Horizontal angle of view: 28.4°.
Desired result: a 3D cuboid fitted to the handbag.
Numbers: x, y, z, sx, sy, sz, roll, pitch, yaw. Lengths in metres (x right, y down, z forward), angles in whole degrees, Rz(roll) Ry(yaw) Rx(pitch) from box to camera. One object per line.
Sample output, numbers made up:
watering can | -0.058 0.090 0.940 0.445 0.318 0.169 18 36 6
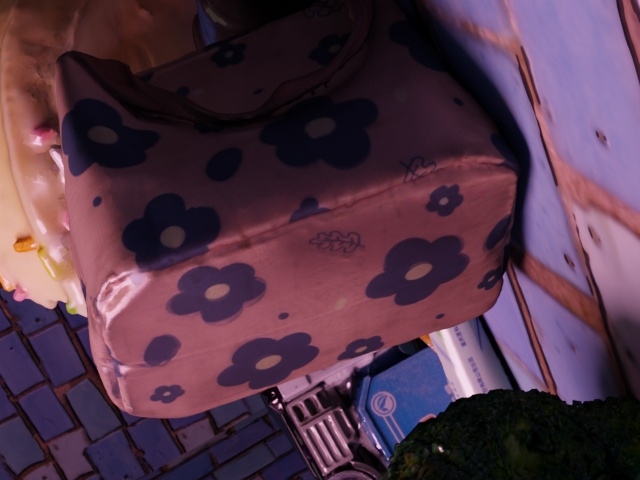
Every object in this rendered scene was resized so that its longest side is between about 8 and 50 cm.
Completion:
handbag | -0.031 -0.034 0.743 0.190 0.251 0.193 86 164 -54

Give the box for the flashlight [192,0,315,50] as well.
flashlight | -0.041 -0.179 0.833 0.103 0.103 0.424 59 168 14

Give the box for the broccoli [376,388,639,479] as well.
broccoli | 0.118 0.216 0.634 0.297 0.297 0.297 13 136 44

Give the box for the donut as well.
donut | -0.162 -0.102 1.061 0.371 0.150 0.307 -18 -84 -62

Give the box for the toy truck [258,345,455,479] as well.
toy truck | 0.054 0.187 1.120 0.367 0.175 0.146 60 169 7

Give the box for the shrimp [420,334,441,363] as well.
shrimp | 0.102 0.093 1.046 0.127 0.025 0.091 50 167 39

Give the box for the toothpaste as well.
toothpaste | 0.098 0.064 0.937 0.075 0.048 0.297 -153 38 -84
